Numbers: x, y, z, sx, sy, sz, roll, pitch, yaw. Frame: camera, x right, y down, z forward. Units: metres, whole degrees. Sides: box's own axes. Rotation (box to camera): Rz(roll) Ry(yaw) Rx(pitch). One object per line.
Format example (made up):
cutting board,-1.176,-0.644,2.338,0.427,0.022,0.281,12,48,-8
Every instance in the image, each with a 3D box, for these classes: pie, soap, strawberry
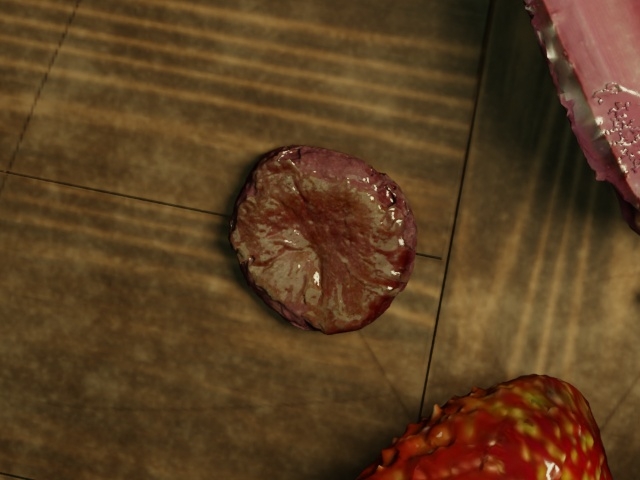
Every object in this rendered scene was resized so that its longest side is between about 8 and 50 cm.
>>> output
pie,0.000,0.000,1.507,0.154,0.038,0.153,3,102,12
soap,0.216,-0.146,1.361,0.112,0.182,0.289,-24,80,16
strawberry,0.090,0.270,1.426,0.292,0.292,0.343,19,108,6
